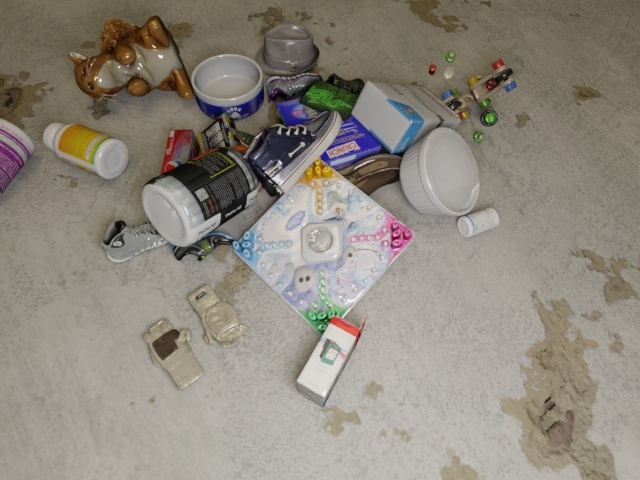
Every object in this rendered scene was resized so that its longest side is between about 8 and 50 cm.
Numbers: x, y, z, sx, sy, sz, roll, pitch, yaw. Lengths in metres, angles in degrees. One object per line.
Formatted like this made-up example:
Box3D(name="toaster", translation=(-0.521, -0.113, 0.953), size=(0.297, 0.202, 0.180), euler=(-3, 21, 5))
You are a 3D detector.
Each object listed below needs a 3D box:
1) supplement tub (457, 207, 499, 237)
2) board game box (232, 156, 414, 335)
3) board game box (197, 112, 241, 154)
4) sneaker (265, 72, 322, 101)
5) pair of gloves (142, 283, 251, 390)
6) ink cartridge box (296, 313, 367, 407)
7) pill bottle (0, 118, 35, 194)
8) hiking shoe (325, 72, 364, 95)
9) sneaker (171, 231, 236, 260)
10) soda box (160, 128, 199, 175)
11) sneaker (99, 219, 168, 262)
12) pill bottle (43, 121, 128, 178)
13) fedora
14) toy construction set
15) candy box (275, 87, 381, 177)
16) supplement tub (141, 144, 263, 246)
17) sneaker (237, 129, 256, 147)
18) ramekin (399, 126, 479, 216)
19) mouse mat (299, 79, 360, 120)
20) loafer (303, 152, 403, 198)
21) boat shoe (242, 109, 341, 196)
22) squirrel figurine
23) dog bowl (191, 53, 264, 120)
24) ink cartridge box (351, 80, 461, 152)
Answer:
Box3D(name="supplement tub", translation=(0.492, -0.056, 1.292), size=(0.107, 0.071, 0.071), euler=(-18, 61, -13))
Box3D(name="board game box", translation=(0.000, 0.000, 1.190), size=(0.390, 0.050, 0.390), euler=(41, 83, 19))
Box3D(name="board game box", translation=(-0.344, -0.328, 1.410), size=(0.141, 0.048, 0.171), euler=(-33, 59, 21))
Box3D(name="sneaker", translation=(-0.099, -0.585, 1.608), size=(0.223, 0.083, 0.098), euler=(-6, 80, 0))
Box3D(name="pair of gloves", translation=(-0.332, 0.254, 1.104), size=(0.204, 0.042, 0.240), euler=(37, 63, 23))
Box3D(name="ink cartridge box", translation=(0.032, 0.285, 1.039), size=(0.077, 0.134, 0.231), euler=(26, 61, 14))
Box3D(name="pill bottle", translation=(-1.068, -0.230, 1.303), size=(0.169, 0.169, 0.302), euler=(11, 59, 5))
Box3D(name="hiking shoe", translation=(0.076, -0.581, 1.572), size=(0.226, 0.114, 0.086), euler=(-28, 64, -17))
Box3D(name="sneaker", translation=(-0.346, 0.021, 1.239), size=(0.188, 0.067, 0.078), euler=(-11, 81, -10))
Box3D(name="soda box", translation=(-0.466, -0.243, 1.369), size=(0.083, 0.092, 0.264), euler=(-2, 58, -1))
Box3D(name="sneaker", translation=(-0.532, -0.026, 1.214), size=(0.228, 0.132, 0.086), euler=(-33, 65, -19))
Box3D(name="pill bottle", translation=(-0.783, -0.307, 1.375), size=(0.245, 0.136, 0.136), euler=(22, 61, 11))
Box3D(name="fedora", translation=(-0.138, -0.797, 1.693), size=(0.275, 0.124, 0.244), euler=(-2, 58, -3))
Box3D(name="toy construction set", translation=(0.540, -0.562, 1.539), size=(0.308, 0.258, 0.237), euler=(35, 19, 1))
Box3D(name="candy box", translation=(0.018, -0.362, 1.436), size=(0.267, 0.122, 0.317), euler=(-18, 60, -13))
Box3D(name="supplement tub", translation=(-0.328, -0.146, 1.220), size=(0.207, 0.207, 0.338), euler=(33, 46, 17))
Box3D(name="sneaker", translation=(-0.248, -0.342, 1.459), size=(0.086, 0.064, 0.192), euler=(-29, 58, -34))
Box3D(name="ramekin", translation=(0.362, -0.199, 1.283), size=(0.272, 0.127, 0.273), euler=(8, 76, -35))
Box3D(name="mouse mat", translation=(0.039, -0.492, 1.444), size=(0.189, 0.007, 0.153), euler=(25, 59, 13))
Box3D(name="loafer", translation=(0.114, -0.165, 1.328), size=(0.365, 0.134, 0.130), euler=(-18, 68, 0))
Box3D(name="boat shoe", translation=(-0.080, -0.303, 1.226), size=(0.127, 0.158, 0.341), euler=(16, 64, 52))
Box3D(name="squirrel figurine", translation=(-0.722, -0.668, 1.560), size=(0.370, 0.281, 0.397), euler=(-23, 47, -3))
Box3D(name="dog bowl", translation=(-0.347, -0.582, 1.570), size=(0.264, 0.104, 0.265), euler=(1, 59, -1))
Box3D(name="ink cartridge box", translation=(0.295, -0.421, 1.407), size=(0.307, 0.129, 0.223), euler=(-16, 57, -42))
